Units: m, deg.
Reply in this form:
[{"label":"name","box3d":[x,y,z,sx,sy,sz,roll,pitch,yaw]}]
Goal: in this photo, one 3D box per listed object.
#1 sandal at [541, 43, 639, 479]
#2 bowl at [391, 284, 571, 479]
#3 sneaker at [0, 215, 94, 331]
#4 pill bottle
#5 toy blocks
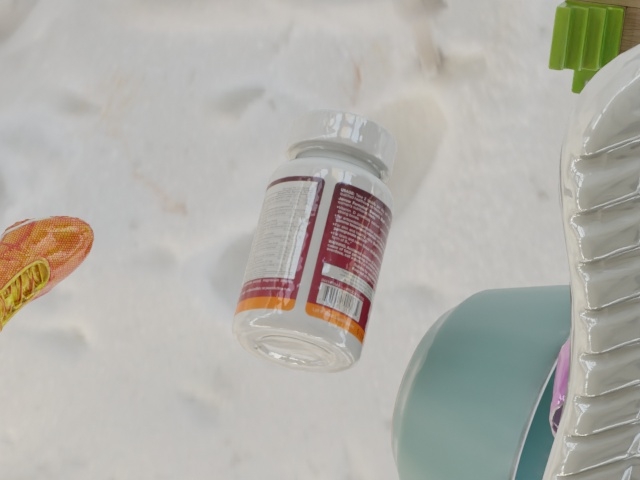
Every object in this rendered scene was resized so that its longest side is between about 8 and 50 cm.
[{"label":"sandal","box3d":[0.195,0.077,1.012,0.169,0.102,0.416,-2,116,-7]},{"label":"bowl","box3d":[0.181,0.168,1.740,0.163,0.311,0.311,19,116,29]},{"label":"sneaker","box3d":[-0.229,0.039,1.287,0.175,0.067,0.064,-33,131,-26]},{"label":"pill bottle","box3d":[0.000,0.000,1.664,0.121,0.121,0.221,17,67,-8]},{"label":"toy blocks","box3d":[0.347,-0.196,1.496,0.261,0.381,0.190,10,105,13]}]
